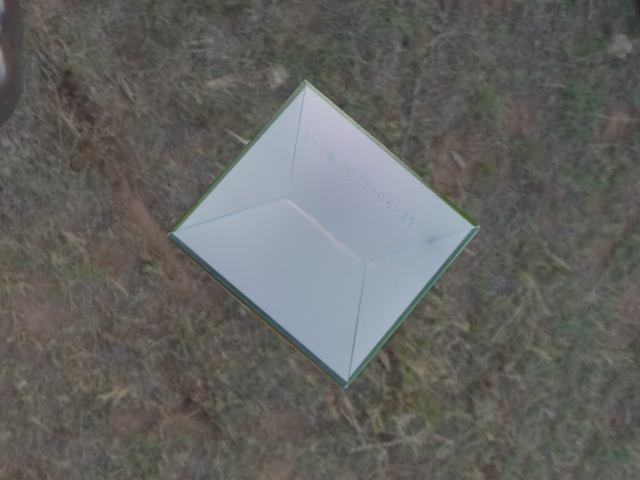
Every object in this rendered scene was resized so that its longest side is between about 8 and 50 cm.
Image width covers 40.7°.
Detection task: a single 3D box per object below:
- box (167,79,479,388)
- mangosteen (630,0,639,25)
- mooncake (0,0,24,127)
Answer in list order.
[{"bbox_3d":[0.000,0.000,0.768,0.195,0.148,0.177,40,82,2],"label":"box"},{"bbox_3d":[0.366,-0.197,0.577,0.313,0.297,0.296,27,98,-44],"label":"mangosteen"},{"bbox_3d":[-0.466,-0.207,0.900,0.306,0.154,0.305,0,89,-16],"label":"mooncake"}]
